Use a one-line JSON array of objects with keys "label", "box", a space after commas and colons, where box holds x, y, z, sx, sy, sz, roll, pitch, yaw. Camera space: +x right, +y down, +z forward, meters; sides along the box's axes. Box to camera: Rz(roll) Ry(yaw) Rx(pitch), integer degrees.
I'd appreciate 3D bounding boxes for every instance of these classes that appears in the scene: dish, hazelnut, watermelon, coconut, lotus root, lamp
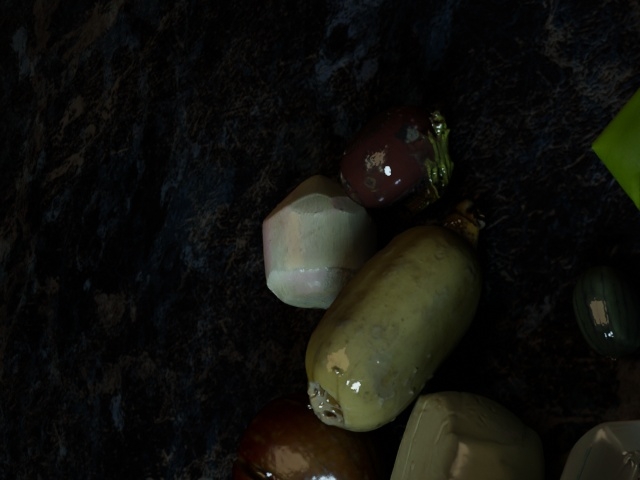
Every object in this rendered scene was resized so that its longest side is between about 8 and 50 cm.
[{"label": "dish", "box": [0.330, 0.261, 1.325, 0.234, 0.064, 0.154, -11, 49, 54]}, {"label": "hazelnut", "box": [0.004, 0.302, 1.695, 0.218, 0.234, 0.218, -6, 51, 7]}, {"label": "watermelon", "box": [0.320, 0.080, 1.453, 0.078, 0.078, 0.111, -36, 58, 41]}, {"label": "coconut", "box": [0.000, 0.000, 1.819, 0.171, 0.171, 0.183, -20, 64, 47]}, {"label": "lotus root", "box": [0.109, 0.089, 1.619, 0.151, 0.169, 0.343, 33, 68, 22]}, {"label": "lamp", "box": [0.104, -0.100, 1.745, 0.156, 0.135, 0.157, -43, 11, -8]}]

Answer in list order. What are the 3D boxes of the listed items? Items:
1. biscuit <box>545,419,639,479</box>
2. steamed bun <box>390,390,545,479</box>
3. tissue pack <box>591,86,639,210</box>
[{"label": "biscuit", "box": [0.349, 0.277, 1.398, 0.254, 0.029, 0.172, -35, 53, 41]}, {"label": "steamed bun", "box": [0.172, 0.278, 1.506, 0.250, 0.154, 0.200, -153, 79, -79]}, {"label": "tissue pack", "box": [0.438, -0.118, 1.289, 0.275, 0.167, 0.200, -54, 43, 28]}]
